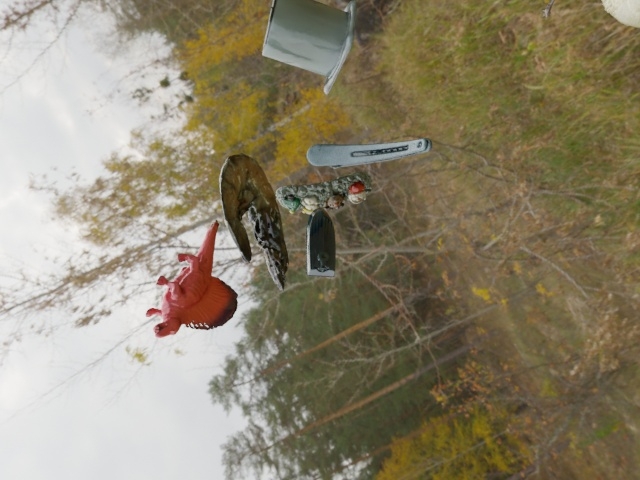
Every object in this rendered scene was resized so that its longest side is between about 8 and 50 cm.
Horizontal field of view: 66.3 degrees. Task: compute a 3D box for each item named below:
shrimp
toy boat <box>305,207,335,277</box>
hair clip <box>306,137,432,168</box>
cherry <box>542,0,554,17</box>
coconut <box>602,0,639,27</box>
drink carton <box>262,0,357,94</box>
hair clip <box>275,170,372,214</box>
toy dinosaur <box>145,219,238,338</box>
[{"bbox_3d":[-0.157,-0.026,1.167,0.233,0.071,0.364,-48,-52,-61],"label":"shrimp"},{"bbox_3d":[0.000,0.000,0.922,0.060,0.055,0.141,118,154,-65],"label":"toy boat"},{"bbox_3d":[0.098,-0.169,0.918,0.083,0.275,0.048,5,-93,-45],"label":"hair clip"},{"bbox_3d":[0.470,-0.502,0.914,0.115,0.188,0.148,15,-152,-23],"label":"cherry"},{"bbox_3d":[0.861,-0.702,1.166,0.346,0.347,0.360,61,-174,8],"label":"coconut"},{"bbox_3d":[-0.032,-0.484,1.156,0.185,0.190,0.190,120,159,-62],"label":"drink carton"},{"bbox_3d":[0.018,-0.143,1.636,0.138,0.322,0.091,71,-172,-65],"label":"hair clip"},{"bbox_3d":[-0.203,0.075,0.900,0.070,0.139,0.286,107,-171,-47],"label":"toy dinosaur"}]
